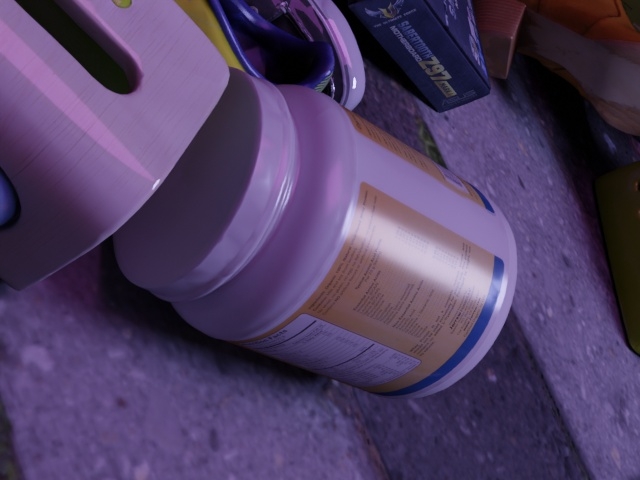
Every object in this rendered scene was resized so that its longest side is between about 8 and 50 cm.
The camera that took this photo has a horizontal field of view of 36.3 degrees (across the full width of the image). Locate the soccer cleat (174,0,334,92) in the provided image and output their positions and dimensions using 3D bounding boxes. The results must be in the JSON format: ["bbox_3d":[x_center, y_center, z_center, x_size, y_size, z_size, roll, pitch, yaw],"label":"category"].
[{"bbox_3d":[-0.114,-0.153,0.546,0.289,0.121,0.093,33,43,-32],"label":"soccer cleat"}]

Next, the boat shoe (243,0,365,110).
[{"bbox_3d":[-0.060,-0.173,0.668,0.228,0.080,0.076,57,41,-2],"label":"boat shoe"}]

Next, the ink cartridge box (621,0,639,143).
[{"bbox_3d":[0.392,-0.162,1.149,0.255,0.097,0.189,45,10,-53],"label":"ink cartridge box"}]

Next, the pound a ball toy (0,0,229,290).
[{"bbox_3d":[-0.179,-0.135,0.379,0.319,0.208,0.136,45,47,-20],"label":"pound a ball toy"}]

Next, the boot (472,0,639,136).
[{"bbox_3d":[0.296,-0.224,1.011,0.295,0.104,0.211,18,49,9],"label":"boot"}]

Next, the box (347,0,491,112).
[{"bbox_3d":[0.076,-0.256,0.866,0.183,0.059,0.232,36,40,-51],"label":"box"}]

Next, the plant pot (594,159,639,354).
[{"bbox_3d":[0.454,0.019,1.041,0.227,0.207,0.228,28,45,-36],"label":"plant pot"}]

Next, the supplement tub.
[{"bbox_3d":[0.000,0.000,0.555,0.200,0.144,0.144,26,47,-38],"label":"supplement tub"}]
